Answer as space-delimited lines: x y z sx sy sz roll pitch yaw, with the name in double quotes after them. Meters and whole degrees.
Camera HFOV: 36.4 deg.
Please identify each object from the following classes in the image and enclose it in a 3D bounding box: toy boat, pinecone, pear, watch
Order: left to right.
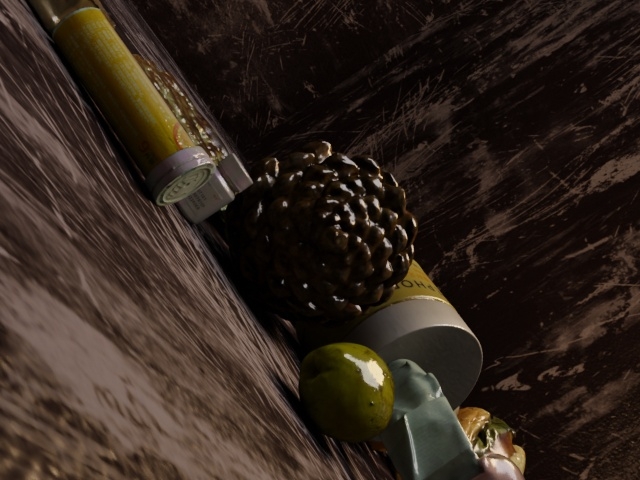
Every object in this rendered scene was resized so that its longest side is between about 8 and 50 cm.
-0.308 -0.304 1.101 0.188 0.061 0.116 56 1 13 "toy boat"
-0.010 0.002 1.258 0.243 0.243 0.257 56 -36 -2 "pinecone"
0.030 0.166 1.056 0.131 0.107 0.107 45 8 -36 "pear"
0.135 0.259 1.215 0.241 0.162 0.253 60 -4 28 "watch"

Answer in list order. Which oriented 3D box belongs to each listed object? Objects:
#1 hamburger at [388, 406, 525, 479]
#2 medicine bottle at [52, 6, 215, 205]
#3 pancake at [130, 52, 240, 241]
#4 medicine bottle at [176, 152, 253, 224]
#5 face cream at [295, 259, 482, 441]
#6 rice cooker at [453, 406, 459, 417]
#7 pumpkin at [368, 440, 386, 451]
0.241 0.376 1.649 0.162 0.209 0.330 57 -1 10 "hamburger"
-0.199 -0.142 1.017 0.218 0.074 0.074 55 1 10 "medicine bottle"
-0.198 -0.131 1.509 0.426 0.067 0.305 58 9 22 "pancake"
-0.129 -0.062 1.156 0.052 0.089 0.052 57 1 -1 "medicine bottle"
0.094 0.149 1.400 0.218 0.218 0.179 55 0 -44 "face cream"
0.142 0.263 1.602 0.206 0.145 0.127 -12 -73 59 "rice cooker"
0.082 0.277 1.492 0.074 0.054 0.083 60 -6 42 "pumpkin"
